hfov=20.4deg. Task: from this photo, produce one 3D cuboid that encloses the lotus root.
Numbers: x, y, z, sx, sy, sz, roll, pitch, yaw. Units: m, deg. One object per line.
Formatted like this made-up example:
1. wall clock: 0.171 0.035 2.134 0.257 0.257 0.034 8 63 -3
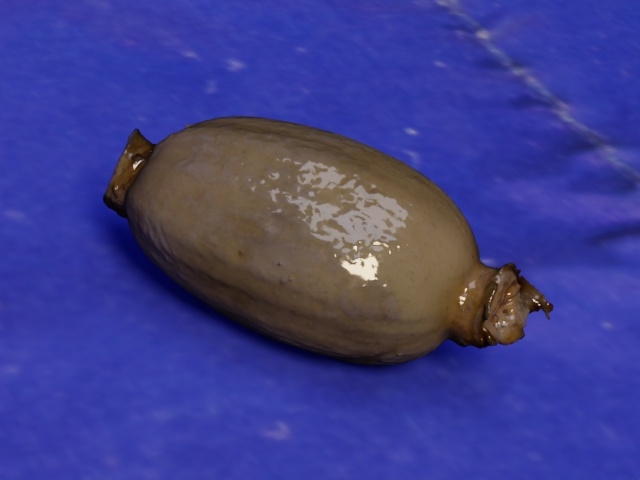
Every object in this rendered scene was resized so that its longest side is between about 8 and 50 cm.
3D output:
1. lotus root: 0.000 0.000 0.561 0.150 0.062 0.073 20 34 10
